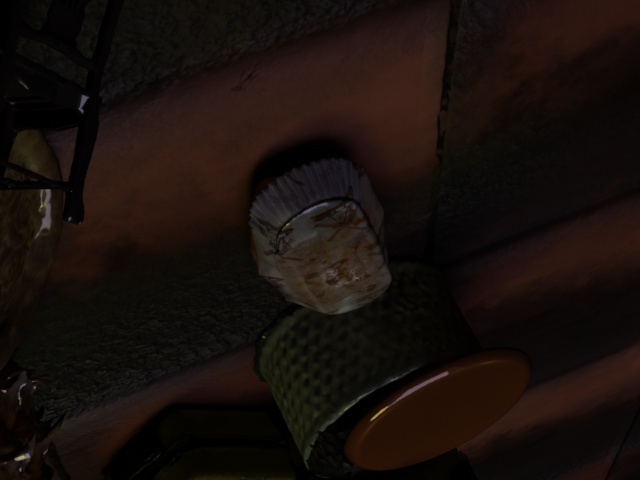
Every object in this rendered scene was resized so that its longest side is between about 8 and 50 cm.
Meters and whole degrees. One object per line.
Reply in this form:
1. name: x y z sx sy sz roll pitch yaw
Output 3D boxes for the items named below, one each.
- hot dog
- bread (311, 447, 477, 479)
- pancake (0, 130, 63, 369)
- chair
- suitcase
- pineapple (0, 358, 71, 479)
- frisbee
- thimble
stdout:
1. hot dog: 0.000 0.000 1.266 0.144 0.075 0.268 -21 153 -2
2. bread: 0.080 0.379 1.652 0.251 0.208 0.376 -22 -171 20
3. pancake: -0.275 0.009 0.963 0.250 0.031 0.250 14 90 -72
4. chair: -0.213 -0.131 0.854 0.113 0.229 0.106 2 166 32
5. suitcase: -0.144 0.321 1.567 0.235 0.143 0.194 11 133 -46
6. pineapple: -0.387 0.234 1.110 0.352 0.300 0.352 -21 155 -10
7. frisbee: 0.143 0.206 1.447 0.250 0.021 0.251 -19 149 -12
8. thimble: 0.066 0.163 1.487 0.270 0.150 0.271 -20 149 -13
